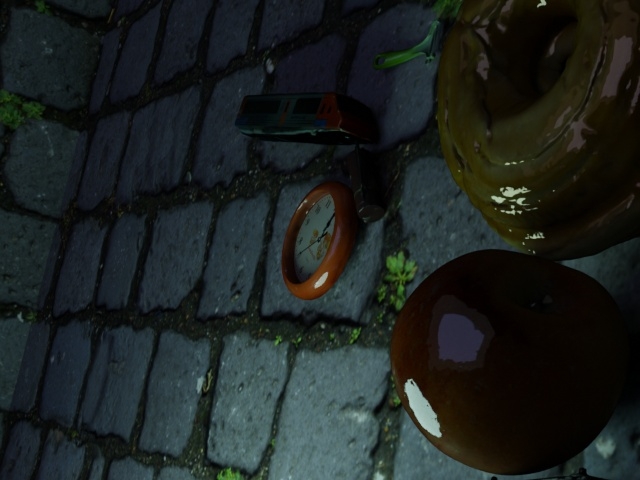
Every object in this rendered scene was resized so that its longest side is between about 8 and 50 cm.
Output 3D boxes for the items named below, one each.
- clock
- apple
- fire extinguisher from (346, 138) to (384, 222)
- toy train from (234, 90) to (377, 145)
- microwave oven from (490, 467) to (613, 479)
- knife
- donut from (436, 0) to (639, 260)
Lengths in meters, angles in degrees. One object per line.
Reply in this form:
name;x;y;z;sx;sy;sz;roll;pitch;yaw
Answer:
clock;0.000;0.000;1.843;0.205;0.051;0.205;-38;43;46
apple;0.208;0.124;1.213;0.253;0.253;0.254;-36;46;47
fire extinguisher;0.069;-0.106;1.781;0.078;0.045;0.157;81;180;-51
toy train;-0.026;-0.219;1.971;0.409;0.086;0.089;10;81;61
microwave oven;0.253;0.308;1.135;0.205;0.163;0.129;-26;51;56
knife;0.140;-0.302;1.794;0.166;0.022;0.078;-12;58;56
donut;0.302;-0.194;1.283;0.449;0.198;0.449;-34;47;46
